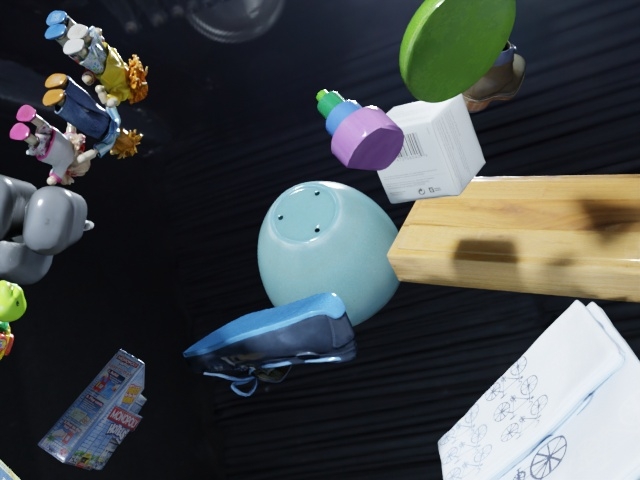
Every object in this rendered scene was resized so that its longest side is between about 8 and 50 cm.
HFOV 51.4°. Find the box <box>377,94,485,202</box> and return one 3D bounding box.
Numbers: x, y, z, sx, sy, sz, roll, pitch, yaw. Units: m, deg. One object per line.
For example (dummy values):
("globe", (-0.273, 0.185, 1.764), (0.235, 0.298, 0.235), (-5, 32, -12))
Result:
("box", (0.127, -0.111, 0.808), (0.087, 0.101, 0.101), (-46, -61, -40))

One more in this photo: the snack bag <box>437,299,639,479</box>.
("snack bag", (0.273, 0.249, 0.836), (0.037, 0.323, 0.342), (38, -164, -7))

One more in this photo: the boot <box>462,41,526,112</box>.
("boot", (0.290, -0.282, 1.054), (0.082, 0.106, 0.219), (40, -133, 14))

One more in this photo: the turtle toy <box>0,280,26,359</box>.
("turtle toy", (-0.361, 0.095, 0.711), (0.066, 0.130, 0.095), (18, -152, -28))

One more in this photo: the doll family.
("doll family", (-0.327, -0.203, 0.978), (0.163, 0.119, 0.262), (45, -129, -60))

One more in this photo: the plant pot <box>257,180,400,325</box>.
("plant pot", (0.000, 0.000, 1.259), (0.195, 0.290, 0.290), (61, -157, -54))

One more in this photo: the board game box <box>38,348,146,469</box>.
("board game box", (-0.365, 0.298, 1.158), (0.194, 0.060, 0.194), (-58, -19, -18))

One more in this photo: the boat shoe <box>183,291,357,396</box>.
("boat shoe", (-0.071, 0.140, 0.809), (0.109, 0.258, 0.089), (-37, -76, -45))

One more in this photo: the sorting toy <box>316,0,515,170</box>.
("sorting toy", (0.114, -0.236, 0.632), (0.127, 0.365, 0.126), (15, -150, -53))

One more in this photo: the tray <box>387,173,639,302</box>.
("tray", (0.332, -0.016, 1.066), (0.202, 0.411, 0.076), (-58, -44, -33))

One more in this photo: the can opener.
("can opener", (-0.233, 0.002, 0.544), (0.283, 0.076, 0.095), (-171, 93, -73))

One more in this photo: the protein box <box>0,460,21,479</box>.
("protein box", (-0.230, 0.274, 0.413), (0.200, 0.136, 0.201), (-44, -81, -23))
